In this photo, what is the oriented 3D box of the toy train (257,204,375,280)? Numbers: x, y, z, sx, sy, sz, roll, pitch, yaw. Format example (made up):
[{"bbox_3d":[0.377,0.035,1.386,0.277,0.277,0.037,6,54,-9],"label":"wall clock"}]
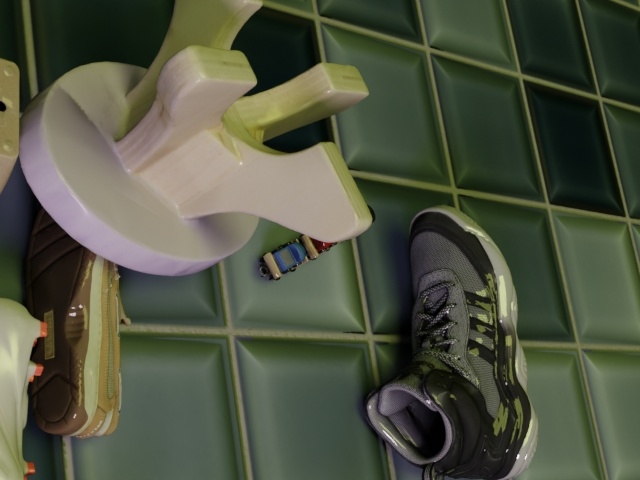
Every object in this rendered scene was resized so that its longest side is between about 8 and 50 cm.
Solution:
[{"bbox_3d":[0.000,0.000,1.092,0.158,0.036,0.027,-29,93,-47],"label":"toy train"}]

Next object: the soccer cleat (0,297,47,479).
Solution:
[{"bbox_3d":[-0.228,0.131,0.796,0.076,0.068,0.196,10,63,-25],"label":"soccer cleat"}]

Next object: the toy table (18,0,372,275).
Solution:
[{"bbox_3d":[-0.080,-0.088,0.907,0.252,0.161,0.274,59,25,-2],"label":"toy table"}]

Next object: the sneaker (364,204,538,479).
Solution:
[{"bbox_3d":[0.110,0.097,1.107,0.153,0.101,0.268,-4,78,-48],"label":"sneaker"}]

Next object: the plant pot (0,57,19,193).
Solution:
[{"bbox_3d":[-0.263,-0.080,0.826,0.109,0.096,0.109,13,64,-40],"label":"plant pot"}]

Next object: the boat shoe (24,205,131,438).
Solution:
[{"bbox_3d":[-0.173,0.051,0.889,0.072,0.068,0.190,22,64,-54],"label":"boat shoe"}]
